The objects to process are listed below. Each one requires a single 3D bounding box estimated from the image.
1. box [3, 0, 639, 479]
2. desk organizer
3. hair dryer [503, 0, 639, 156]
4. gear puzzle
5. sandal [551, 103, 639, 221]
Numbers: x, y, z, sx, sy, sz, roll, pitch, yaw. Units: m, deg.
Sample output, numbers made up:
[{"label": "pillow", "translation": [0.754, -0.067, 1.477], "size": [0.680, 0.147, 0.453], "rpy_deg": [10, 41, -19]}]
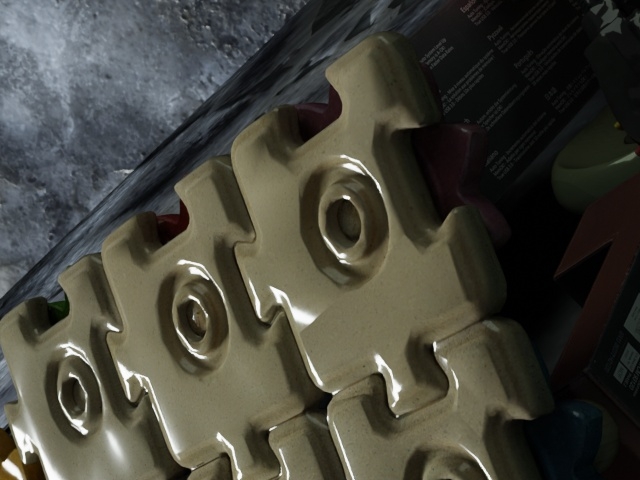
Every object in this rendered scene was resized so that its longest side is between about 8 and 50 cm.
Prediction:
[{"label": "box", "translation": [0.000, 0.000, 0.753], "size": [0.307, 0.076, 0.242], "rpy_deg": [-45, 1, -39]}, {"label": "desk organizer", "translation": [0.097, 0.026, 0.523], "size": [0.050, 0.047, 0.130], "rpy_deg": [-38, 12, 40]}, {"label": "hair dryer", "translation": [0.139, -0.169, 0.656], "size": [0.223, 0.080, 0.293], "rpy_deg": [-38, 52, 3]}, {"label": "gear puzzle", "translation": [-0.033, 0.077, 0.552], "size": [0.044, 0.175, 0.339], "rpy_deg": [-13, -13, -40]}, {"label": "sandal", "translation": [0.185, -0.129, 0.686], "size": [0.303, 0.086, 0.120], "rpy_deg": [-49, 12, -25]}]
